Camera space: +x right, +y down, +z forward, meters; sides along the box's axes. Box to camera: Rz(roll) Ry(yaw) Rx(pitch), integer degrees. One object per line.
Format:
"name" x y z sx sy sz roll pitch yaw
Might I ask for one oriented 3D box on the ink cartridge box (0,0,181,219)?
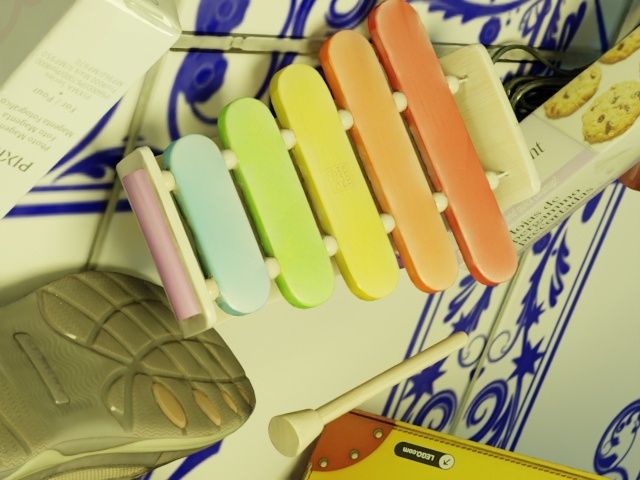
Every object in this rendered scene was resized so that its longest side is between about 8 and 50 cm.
"ink cartridge box" -0.165 -0.088 0.843 0.232 0.189 0.066 -39 131 22

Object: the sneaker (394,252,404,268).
"sneaker" 0.000 0.000 1.283 0.170 0.068 0.071 8 127 -43

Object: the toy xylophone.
"toy xylophone" 0.015 -0.008 1.174 0.322 0.081 0.236 -32 95 -39

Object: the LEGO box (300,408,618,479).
"LEGO box" 0.177 0.376 1.331 0.372 0.500 0.193 -65 148 -21

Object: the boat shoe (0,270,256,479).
"boat shoe" -0.179 0.106 1.111 0.130 0.132 0.355 -40 159 27

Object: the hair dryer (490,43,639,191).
"hair dryer" 0.238 -0.125 1.459 0.223 0.080 0.293 -31 146 10

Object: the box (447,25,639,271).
"box" 0.221 -0.095 1.344 0.324 0.067 0.063 -39 155 18
